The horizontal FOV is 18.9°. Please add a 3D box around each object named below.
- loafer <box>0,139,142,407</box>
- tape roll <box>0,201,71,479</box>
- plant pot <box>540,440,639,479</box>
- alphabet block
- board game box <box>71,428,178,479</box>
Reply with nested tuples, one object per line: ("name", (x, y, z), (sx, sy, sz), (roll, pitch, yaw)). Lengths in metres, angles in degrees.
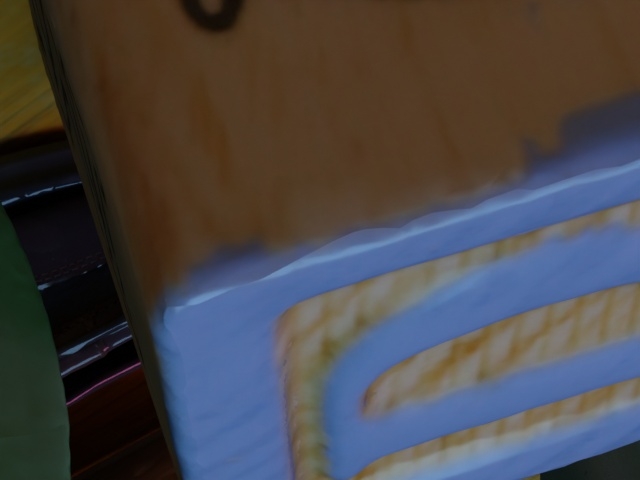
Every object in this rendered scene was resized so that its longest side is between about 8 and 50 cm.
("loafer", (0.000, 0.000, 0.739), (0.302, 0.095, 0.109), (-14, 152, -13))
("tape roll", (-0.213, 0.032, 0.407), (0.321, 0.321, 0.077), (2, 143, -37))
("plant pot", (0.218, 0.127, 1.056), (0.165, 0.165, 0.234), (-19, 145, -3))
("alphabet block", (0.021, -0.046, 0.563), (0.192, 0.197, 0.193), (-17, 152, -10))
("board game box", (-0.190, 0.221, 0.806), (0.390, 0.050, 0.390), (-30, -170, 15))
